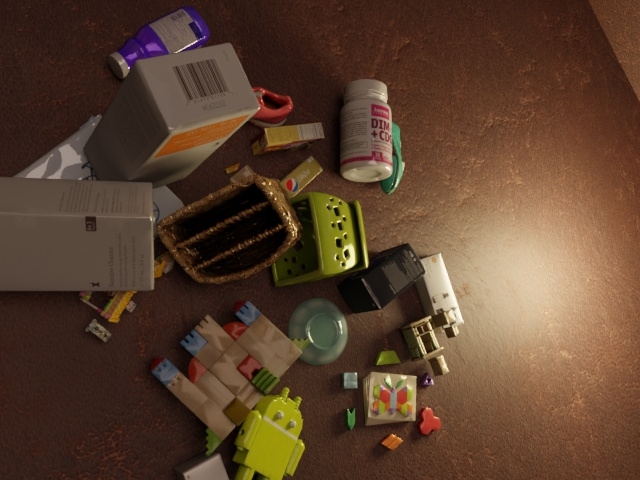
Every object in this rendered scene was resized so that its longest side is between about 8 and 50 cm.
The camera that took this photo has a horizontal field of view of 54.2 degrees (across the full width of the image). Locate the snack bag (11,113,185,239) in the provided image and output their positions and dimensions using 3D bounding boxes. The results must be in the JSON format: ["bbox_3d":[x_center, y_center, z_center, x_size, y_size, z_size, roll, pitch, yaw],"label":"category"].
[{"bbox_3d":[-0.560,-0.100,1.560,0.342,0.037,0.323,49,61,-12],"label":"snack bag"}]

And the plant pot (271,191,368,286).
[{"bbox_3d":[0.000,0.000,1.730,0.207,0.227,0.228,0,79,-40],"label":"plant pot"}]

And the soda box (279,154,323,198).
[{"bbox_3d":[-0.079,-0.169,1.816,0.181,0.061,0.058,-44,101,-28],"label":"soda box"}]

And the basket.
[{"bbox_3d":[-0.213,-0.011,1.546,0.299,0.223,0.213,-24,89,9],"label":"basket"}]

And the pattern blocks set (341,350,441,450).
[{"bbox_3d":[0.210,0.471,1.857,0.325,0.026,0.285,-6,82,-29],"label":"pattern blocks set"}]

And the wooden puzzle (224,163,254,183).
[{"bbox_3d":[-0.214,-0.168,1.773,0.078,0.014,0.116,-36,97,-25],"label":"wooden puzzle"}]

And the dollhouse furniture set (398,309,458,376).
[{"bbox_3d":[0.344,0.320,1.868,0.101,0.161,0.181,-17,82,-36],"label":"dollhouse furniture set"}]

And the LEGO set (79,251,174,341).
[{"bbox_3d":[-0.479,0.100,1.522,0.107,0.132,0.287,29,60,10],"label":"LEGO set"}]

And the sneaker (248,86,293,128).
[{"bbox_3d":[-0.221,-0.396,1.746,0.314,0.136,0.115,2,77,-28],"label":"sneaker"}]

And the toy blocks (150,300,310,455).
[{"bbox_3d":[-0.242,0.302,1.581,0.261,0.191,0.381,44,72,1],"label":"toy blocks"}]

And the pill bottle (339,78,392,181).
[{"bbox_3d":[0.138,-0.335,1.911,0.160,0.160,0.283,6,76,-27],"label":"pill bottle"}]

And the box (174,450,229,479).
[{"bbox_3d":[-0.287,0.584,1.530,0.101,0.087,0.102,-21,90,-30],"label":"box"}]

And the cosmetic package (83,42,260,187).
[{"bbox_3d":[-0.355,-0.254,1.423,0.230,0.453,0.161,-25,90,-35],"label":"cosmetic package"}]

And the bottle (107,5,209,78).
[{"bbox_3d":[-0.436,-0.527,1.683,0.283,0.092,0.118,-41,99,-28],"label":"bottle"}]

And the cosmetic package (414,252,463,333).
[{"bbox_3d":[0.368,0.167,1.986,0.099,0.060,0.239,-18,88,-31],"label":"cosmetic package"}]

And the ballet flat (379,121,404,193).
[{"bbox_3d":[0.233,-0.269,1.997,0.087,0.083,0.247,2,80,-42],"label":"ballet flat"}]

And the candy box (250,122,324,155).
[{"bbox_3d":[-0.096,-0.293,1.807,0.187,0.109,0.053,-11,85,-30],"label":"candy box"}]

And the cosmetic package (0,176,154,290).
[{"bbox_3d":[-0.565,-0.011,1.371,0.385,0.217,0.156,-1,36,-15],"label":"cosmetic package"}]

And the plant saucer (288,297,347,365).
[{"bbox_3d":[0.002,0.258,1.784,0.195,0.037,0.194,7,76,-27],"label":"plant saucer"}]

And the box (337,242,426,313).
[{"bbox_3d":[0.179,0.113,1.843,0.207,0.153,0.108,-35,96,-30],"label":"box"}]

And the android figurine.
[{"bbox_3d":[-0.127,0.516,1.609,0.248,0.056,0.272,51,55,-41],"label":"android figurine"}]
